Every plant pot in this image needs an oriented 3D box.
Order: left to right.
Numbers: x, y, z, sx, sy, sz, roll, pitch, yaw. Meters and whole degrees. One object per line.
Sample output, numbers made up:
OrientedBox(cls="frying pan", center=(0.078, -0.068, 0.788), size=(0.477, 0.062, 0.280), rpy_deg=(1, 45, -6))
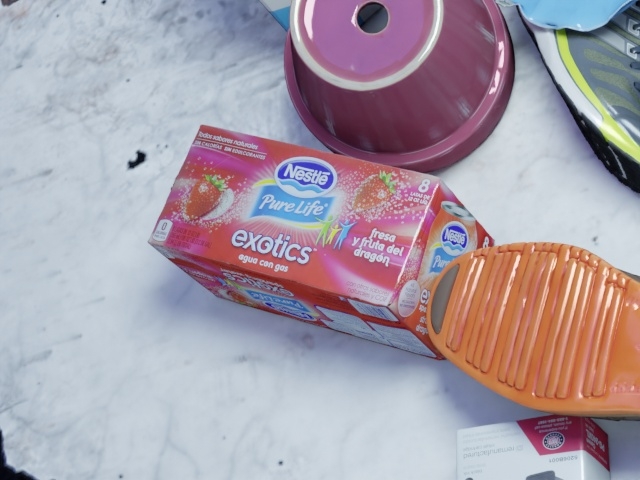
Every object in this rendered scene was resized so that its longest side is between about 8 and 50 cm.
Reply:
OrientedBox(cls="plant pot", center=(0.055, -0.168, 1.679), size=(0.201, 0.180, 0.201), rpy_deg=(-2, 79, 13))

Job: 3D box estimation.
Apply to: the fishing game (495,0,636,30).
OrientedBox(cls="fishing game", center=(0.216, -0.262, 1.631), size=(0.189, 0.041, 0.264), rpy_deg=(-52, 50, 7))

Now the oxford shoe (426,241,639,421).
OrientedBox(cls="oxford shoe", center=(0.246, 0.090, 1.516), size=(0.364, 0.133, 0.130), rpy_deg=(15, 84, 37))

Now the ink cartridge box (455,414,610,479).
OrientedBox(cls="ink cartridge box", center=(0.166, 0.218, 1.529), size=(0.109, 0.063, 0.150), rpy_deg=(-12, 60, 23))

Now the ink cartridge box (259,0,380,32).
OrientedBox(cls="ink cartridge box", center=(0.008, -0.351, 1.823), size=(0.270, 0.198, 0.197), rpy_deg=(-41, 53, 3))

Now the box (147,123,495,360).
OrientedBox(cls="box", center=(0.000, 0.000, 1.690), size=(0.257, 0.128, 0.122), rpy_deg=(14, 73, 33))

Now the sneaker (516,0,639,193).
OrientedBox(cls="sneaker", center=(0.247, -0.166, 1.658), size=(0.121, 0.111, 0.300), rpy_deg=(-28, 57, 9))
